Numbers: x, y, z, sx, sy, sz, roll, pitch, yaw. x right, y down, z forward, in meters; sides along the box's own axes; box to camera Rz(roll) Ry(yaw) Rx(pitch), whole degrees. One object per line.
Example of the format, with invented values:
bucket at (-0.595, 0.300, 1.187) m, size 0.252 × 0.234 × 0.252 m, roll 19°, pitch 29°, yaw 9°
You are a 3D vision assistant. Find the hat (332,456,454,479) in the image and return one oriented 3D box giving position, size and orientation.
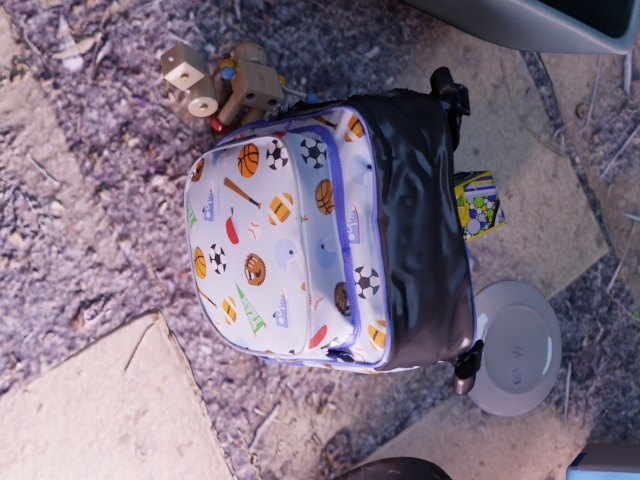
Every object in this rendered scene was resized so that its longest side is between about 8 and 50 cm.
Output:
hat at (0.053, 0.283, 1.692) m, size 0.331 × 0.331 × 0.134 m, roll -18°, pitch 62°, yaw -32°

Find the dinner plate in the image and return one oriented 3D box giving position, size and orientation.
dinner plate at (0.197, 0.111, 1.883) m, size 0.141 × 0.017 × 0.141 m, roll -1°, pitch 91°, yaw -32°

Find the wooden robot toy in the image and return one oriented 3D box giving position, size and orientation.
wooden robot toy at (-0.077, -0.149, 1.694) m, size 0.173 × 0.076 × 0.079 m, roll 15°, pitch 46°, yaw -32°

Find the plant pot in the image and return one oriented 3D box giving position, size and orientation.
plant pot at (0.145, -0.313, 1.714) m, size 0.248 × 0.252 × 0.247 m, roll 20°, pitch 78°, yaw -31°

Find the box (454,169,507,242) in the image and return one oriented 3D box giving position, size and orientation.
box at (0.098, -0.013, 1.797) m, size 0.169 × 0.054 × 0.059 m, roll -25°, pitch 103°, yaw -31°

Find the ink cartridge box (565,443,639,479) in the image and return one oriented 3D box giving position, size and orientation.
ink cartridge box at (0.323, 0.406, 1.788) m, size 0.166 × 0.285 × 0.395 m, roll 1°, pitch 88°, yaw 12°

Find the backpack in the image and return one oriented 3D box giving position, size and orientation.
backpack at (0.000, 0.000, 1.612) m, size 0.213 × 0.263 × 0.276 m, roll -2°, pitch 88°, yaw -28°
